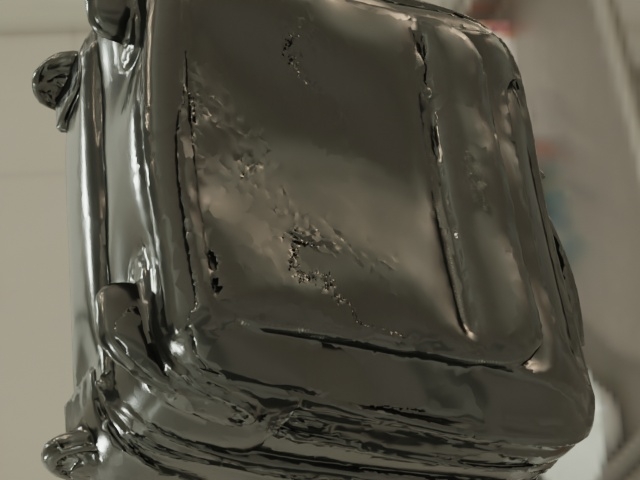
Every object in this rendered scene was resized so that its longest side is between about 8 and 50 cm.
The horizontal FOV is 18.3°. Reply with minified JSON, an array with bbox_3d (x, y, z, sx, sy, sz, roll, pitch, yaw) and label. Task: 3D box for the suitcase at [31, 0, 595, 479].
[{"bbox_3d":[0.000,0.000,1.238,0.188,0.339,0.345,-52,36,44],"label":"suitcase"}]
